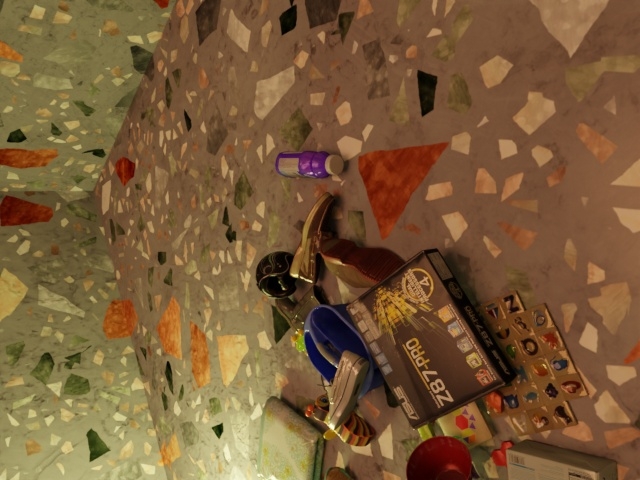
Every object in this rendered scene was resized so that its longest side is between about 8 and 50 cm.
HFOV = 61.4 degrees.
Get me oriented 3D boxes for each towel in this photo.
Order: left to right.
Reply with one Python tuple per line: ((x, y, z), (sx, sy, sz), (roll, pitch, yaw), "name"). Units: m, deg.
((-0.120, 0.846, 2.117), (0.320, 0.090, 0.375), (20, 109, 44), "towel")

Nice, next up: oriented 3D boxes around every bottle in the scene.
((-0.037, -0.263, 1.874), (0.282, 0.118, 0.092), (10, 92, 49), "bottle")

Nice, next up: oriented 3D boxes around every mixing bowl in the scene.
((0.327, 0.624, 1.425), (0.181, 0.181, 0.098), (7, 136, 49), "mixing bowl")

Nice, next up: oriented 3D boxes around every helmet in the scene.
((-0.157, 0.120, 2.013), (0.162, 0.169, 0.170), (-87, 21, -53), "helmet")

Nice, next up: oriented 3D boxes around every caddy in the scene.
((0.077, 0.352, 1.755), (0.341, 0.179, 0.242), (40, 124, 40), "caddy")

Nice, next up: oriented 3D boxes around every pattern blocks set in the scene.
((0.384, 0.485, 1.480), (0.285, 0.026, 0.325), (-29, 72, 38), "pattern blocks set")

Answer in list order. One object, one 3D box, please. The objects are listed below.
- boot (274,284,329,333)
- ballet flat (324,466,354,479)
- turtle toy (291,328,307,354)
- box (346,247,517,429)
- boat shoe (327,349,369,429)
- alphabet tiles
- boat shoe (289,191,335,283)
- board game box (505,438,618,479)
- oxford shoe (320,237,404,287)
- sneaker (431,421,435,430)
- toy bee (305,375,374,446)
((-0.071, 0.230, 2.000), (0.190, 0.076, 0.209), (49, 137, 17), "boot")
((0.072, 0.972, 1.900), (0.124, 0.116, 0.343), (8, 97, 30), "ballet flat")
((-0.055, 0.373, 1.998), (0.095, 0.066, 0.130), (45, 130, 5), "turtle toy")
((0.286, 0.268, 1.471), (0.318, 0.097, 0.395), (-41, 69, 36), "box")
((0.063, 0.449, 1.621), (0.088, 0.096, 0.268), (30, 121, 27), "boat shoe")
((0.502, 0.315, 1.373), (0.285, 0.011, 0.343), (-38, 65, 45), "alphabet tiles")
((0.000, 0.000, 1.880), (0.123, 0.123, 0.342), (26, 111, 13), "boat shoe")
((0.570, 0.651, 1.261), (0.224, 0.097, 0.304), (-4, 89, 51), "board game box")
((0.154, 0.099, 1.716), (0.348, 0.123, 0.130), (25, 144, 41), "oxford shoe")
((0.295, 0.507, 1.620), (0.065, 0.061, 0.158), (112, 141, -67), "sneaker")
((0.035, 0.598, 1.845), (0.298, 0.162, 0.196), (18, 109, 48), "toy bee")
